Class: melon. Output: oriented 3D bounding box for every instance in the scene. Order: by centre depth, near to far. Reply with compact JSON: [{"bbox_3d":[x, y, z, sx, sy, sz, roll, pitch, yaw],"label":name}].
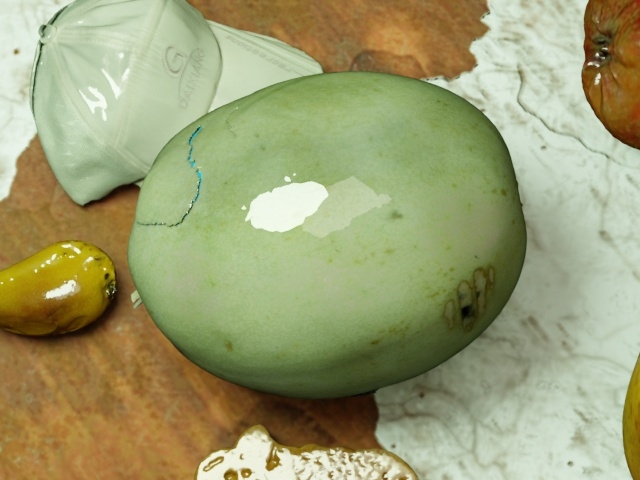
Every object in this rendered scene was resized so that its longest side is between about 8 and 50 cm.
[{"bbox_3d":[0.000,0.000,1.309,0.330,0.268,0.268,-13,70,6],"label":"melon"}]

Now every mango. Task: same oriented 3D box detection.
[{"bbox_3d":[-0.238,0.045,1.411,0.127,0.063,0.077,-16,75,2],"label":"mango"}]

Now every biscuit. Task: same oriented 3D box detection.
[{"bbox_3d":[-0.049,0.247,1.340,0.280,0.043,0.183,-22,67,-1],"label":"biscuit"}]

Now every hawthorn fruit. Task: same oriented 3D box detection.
[{"bbox_3d":[0.330,-0.168,1.416,0.200,0.179,0.179,-5,68,-21],"label":"hawthorn fruit"}]

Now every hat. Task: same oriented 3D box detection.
[{"bbox_3d":[-0.122,-0.132,1.434,0.226,0.164,0.219,8,69,25],"label":"hat"}]

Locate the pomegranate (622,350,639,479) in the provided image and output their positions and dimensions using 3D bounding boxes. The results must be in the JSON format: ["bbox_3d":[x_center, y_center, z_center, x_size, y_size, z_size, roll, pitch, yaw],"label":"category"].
[{"bbox_3d":[0.368,0.141,1.249,0.264,0.264,0.264,-1,70,2],"label":"pomegranate"}]
